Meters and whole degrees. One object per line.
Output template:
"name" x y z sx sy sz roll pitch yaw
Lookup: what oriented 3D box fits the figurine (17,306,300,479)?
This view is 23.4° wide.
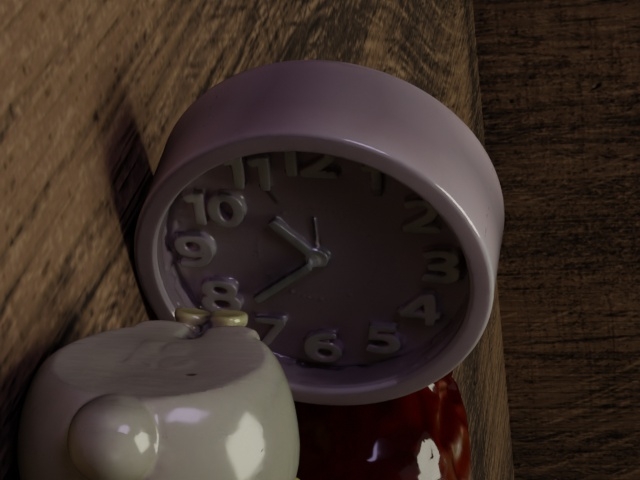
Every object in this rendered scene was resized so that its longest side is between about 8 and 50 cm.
"figurine" -0.069 0.162 0.715 0.155 0.127 0.235 -83 174 -74

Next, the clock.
"clock" 0.000 0.000 0.847 0.068 0.197 0.197 -75 160 -49

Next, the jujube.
"jujube" 0.027 0.115 1.076 0.155 0.155 0.230 67 23 -59
